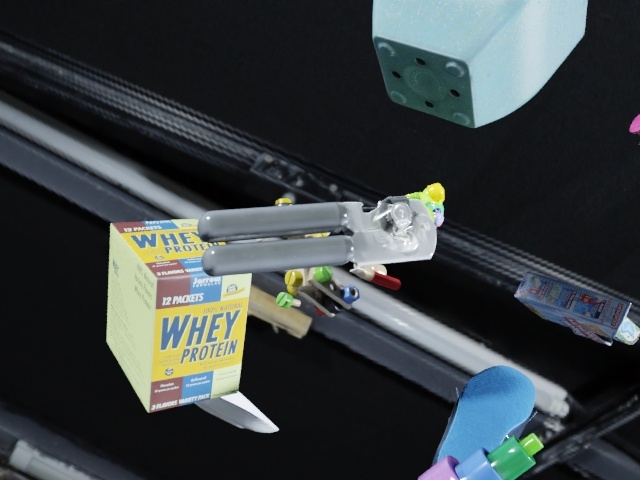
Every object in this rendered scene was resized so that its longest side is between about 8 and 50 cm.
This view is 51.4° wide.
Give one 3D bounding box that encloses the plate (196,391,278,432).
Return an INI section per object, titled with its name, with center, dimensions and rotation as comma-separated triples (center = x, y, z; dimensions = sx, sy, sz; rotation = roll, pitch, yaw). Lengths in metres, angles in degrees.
[plate]
center = -0.235, 0.267, 1.271
dimensions = 0.278, 0.045, 0.277
rotation = 32, -11, 33

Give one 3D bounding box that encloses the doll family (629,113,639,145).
[doll family]
center = 0.482, -0.085, 0.744
dimensions = 0.163, 0.118, 0.263
rotation = 43, -33, -20

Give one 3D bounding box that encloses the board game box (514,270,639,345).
[board game box]
center = 0.496, 0.140, 1.227
dimensions = 0.194, 0.060, 0.194
rotation = 34, -10, -31

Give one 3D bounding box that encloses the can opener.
[can opener]
center = 0.000, 0.000, 0.762
dimensions = 0.284, 0.075, 0.095
rotation = -5, -13, -20

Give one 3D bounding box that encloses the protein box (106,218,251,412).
[protein box]
center = -0.210, 0.097, 0.956
dimensions = 0.200, 0.136, 0.201
rotation = 35, -57, 50

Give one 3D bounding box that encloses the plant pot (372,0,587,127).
[plant pot]
center = 0.205, -0.311, 0.934
dimensions = 0.247, 0.252, 0.248
rotation = 26, -17, 27

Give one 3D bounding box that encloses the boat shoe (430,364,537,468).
[boat shoe]
center = 0.198, 0.256, 0.866
dimensions = 0.109, 0.258, 0.089
rotation = 30, -52, 27

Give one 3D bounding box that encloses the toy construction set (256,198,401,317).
[toy construction set]
center = -0.010, 0.031, 1.424
dimensions = 0.237, 0.257, 0.309
rotation = 21, -8, -43

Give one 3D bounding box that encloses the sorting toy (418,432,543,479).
[sorting toy]
center = 0.138, 0.215, 0.416
dimensions = 0.126, 0.365, 0.127
rotation = -41, -87, 10

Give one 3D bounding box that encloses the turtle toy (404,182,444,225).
[turtle toy]
center = 0.136, -0.036, 0.943
dimensions = 0.095, 0.130, 0.066
rotation = -19, -94, 9
